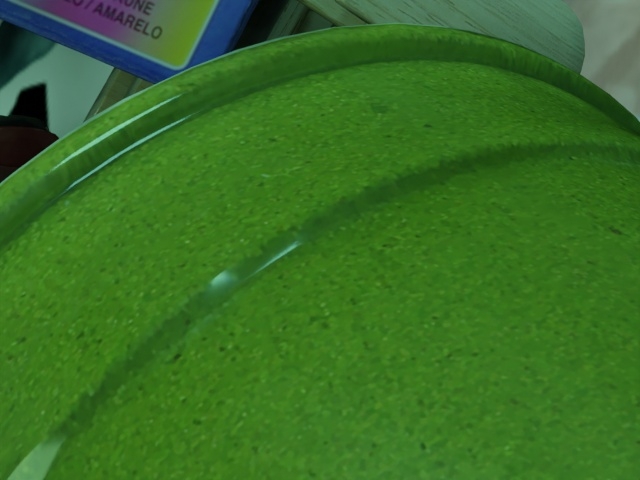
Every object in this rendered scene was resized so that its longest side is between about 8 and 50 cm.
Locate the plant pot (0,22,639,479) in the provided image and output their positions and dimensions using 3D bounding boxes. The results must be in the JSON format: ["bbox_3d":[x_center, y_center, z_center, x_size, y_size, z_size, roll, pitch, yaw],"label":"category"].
[{"bbox_3d":[0.090,0.174,0.408,0.353,0.366,0.366,33,102,48],"label":"plant pot"}]

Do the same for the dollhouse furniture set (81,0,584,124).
[{"bbox_3d":[0.000,0.000,0.682,0.242,0.161,0.212,-61,23,-2],"label":"dollhouse furniture set"}]

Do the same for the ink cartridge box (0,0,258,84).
[{"bbox_3d":[-0.151,-0.200,0.663,0.151,0.270,0.395,-63,22,12],"label":"ink cartridge box"}]

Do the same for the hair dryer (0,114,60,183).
[{"bbox_3d":[-0.205,0.007,0.807,0.080,0.223,0.293,-15,116,50],"label":"hair dryer"}]

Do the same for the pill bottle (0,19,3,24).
[{"bbox_3d":[-0.259,-0.172,0.941,0.208,0.117,0.117,30,100,37],"label":"pill bottle"}]
